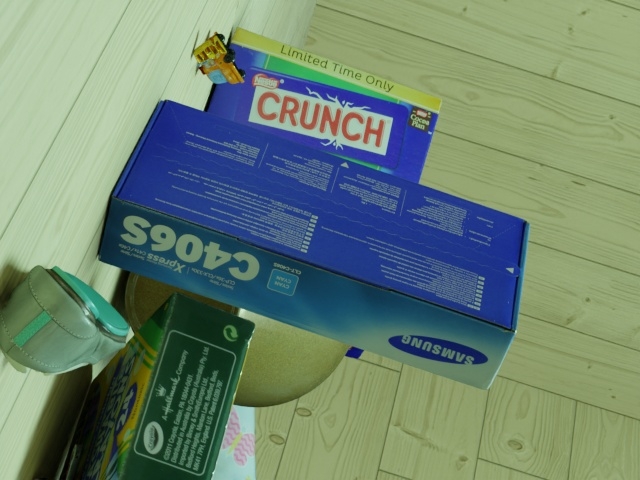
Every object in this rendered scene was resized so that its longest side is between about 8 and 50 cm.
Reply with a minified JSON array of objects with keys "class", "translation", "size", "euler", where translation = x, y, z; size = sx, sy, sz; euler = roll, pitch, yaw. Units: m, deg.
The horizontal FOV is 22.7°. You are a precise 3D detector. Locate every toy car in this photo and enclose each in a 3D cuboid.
[{"class":"toy car","translation":[-0.113,-0.191,1.604],"size":[0.040,0.060,0.122],"euler":[-30,163,5]}]

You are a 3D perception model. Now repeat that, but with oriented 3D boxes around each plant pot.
[{"class":"plant pot","translation":[-0.101,0.062,1.637],"size":[0.254,0.237,0.237],"euler":[6,101,-77]}]

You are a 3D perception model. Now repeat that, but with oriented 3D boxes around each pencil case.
[{"class":"pencil case","translation":[-0.140,0.189,1.905],"size":[0.113,0.124,0.273],"euler":[-35,-128,46]}]

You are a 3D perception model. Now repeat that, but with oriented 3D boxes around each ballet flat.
[{"class":"ballet flat","translation":[-0.173,0.056,1.031],"size":[0.068,0.072,0.213],"euler":[-45,177,-5]}]

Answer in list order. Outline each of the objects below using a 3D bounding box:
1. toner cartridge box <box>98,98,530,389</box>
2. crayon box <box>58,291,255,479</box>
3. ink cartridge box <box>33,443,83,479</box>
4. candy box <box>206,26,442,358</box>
[{"class":"toner cartridge box","translation":[0.000,0.000,1.370],"size":[0.165,0.347,0.075],"euler":[-72,-179,-52]},{"class":"crayon box","translation":[-0.172,0.198,1.445],"size":[0.323,0.083,0.203],"euler":[135,-27,-59]},{"class":"ink cartridge box","translation":[-0.239,0.229,1.382],"size":[0.063,0.029,0.115],"euler":[111,-4,-82]},{"class":"candy box","translation":[-0.026,-0.055,1.890],"size":[0.122,0.268,0.317],"euler":[120,-13,-72]}]
